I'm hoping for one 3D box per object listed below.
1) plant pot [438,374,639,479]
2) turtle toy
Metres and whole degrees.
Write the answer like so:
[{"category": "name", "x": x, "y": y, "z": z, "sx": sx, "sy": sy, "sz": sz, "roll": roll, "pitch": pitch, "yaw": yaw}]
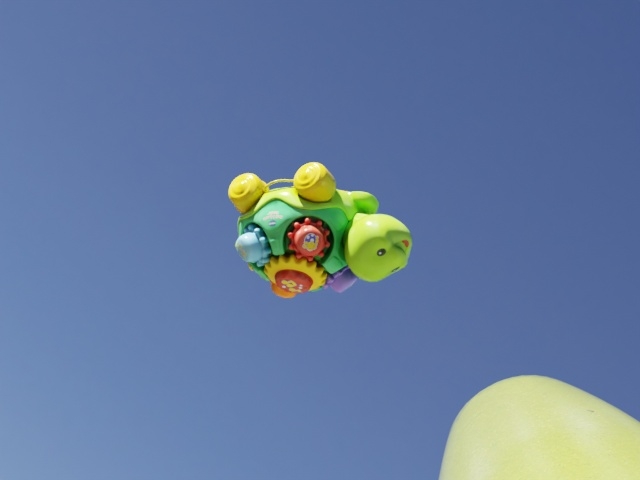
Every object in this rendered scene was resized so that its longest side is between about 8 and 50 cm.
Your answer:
[{"category": "plant pot", "x": 0.199, "y": 0.239, "z": 1.434, "sx": 0.275, "sy": 0.275, "sz": 0.293, "roll": 44, "pitch": 11, "yaw": -25}, {"category": "turtle toy", "x": 0.000, "y": 0.000, "z": 1.148, "sx": 0.130, "sy": 0.066, "sz": 0.095, "roll": -8, "pitch": -34, "yaw": 28}]
